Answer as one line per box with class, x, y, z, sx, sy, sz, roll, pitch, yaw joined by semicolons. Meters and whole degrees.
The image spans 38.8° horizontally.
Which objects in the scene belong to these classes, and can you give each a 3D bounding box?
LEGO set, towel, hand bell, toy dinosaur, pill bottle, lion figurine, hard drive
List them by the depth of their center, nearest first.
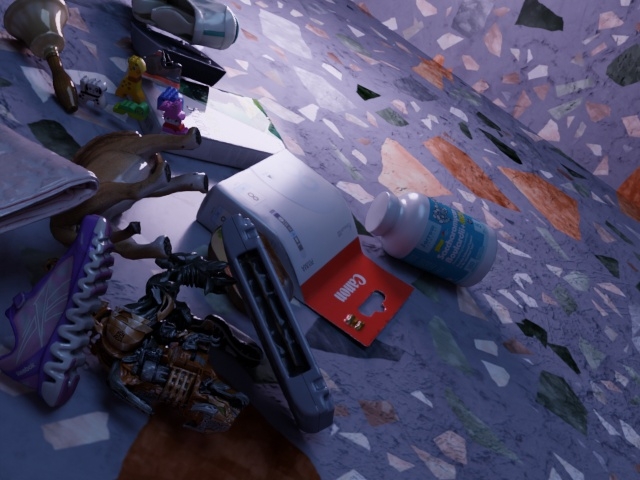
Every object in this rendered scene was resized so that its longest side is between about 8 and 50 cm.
towel;-0.511;-0.090;1.161;0.332;0.053;0.317;27;33;27
toy dinosaur;-0.224;0.117;1.202;0.322;0.164;0.218;49;42;-5
lion figurine;-0.306;-0.070;1.322;0.240;0.142;0.392;-6;17;10
LEGO set;-0.337;-0.285;1.701;0.227;0.093;0.087;19;41;8
hand bell;-0.501;-0.339;1.714;0.126;0.126;0.242;2;52;-47
pill bottle;0.228;-0.010;1.906;0.264;0.146;0.146;23;29;-20
hard drive;-0.322;-0.408;1.997;0.172;0.054;0.255;15;16;-32

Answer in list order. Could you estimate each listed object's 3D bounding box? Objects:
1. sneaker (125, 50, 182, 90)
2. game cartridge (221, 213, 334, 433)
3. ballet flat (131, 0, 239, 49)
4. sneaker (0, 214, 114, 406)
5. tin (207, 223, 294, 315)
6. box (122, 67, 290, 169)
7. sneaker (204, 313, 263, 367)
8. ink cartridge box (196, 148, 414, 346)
sneaker;-0.321;-0.344;1.791;0.158;0.064;0.061;30;12;35
game cartridge;-0.062;0.126;1.285;0.062;0.198;0.297;-22;71;-12
ballet flat;-0.348;-0.530;2.072;0.139;0.139;0.400;2;23;-47
sneaker;-0.323;0.076;1.100;0.105;0.236;0.095;17;-6;2
tin;-0.118;0.050;1.505;0.106;0.040;0.189;-8;53;-36
box;-0.232;-0.246;1.882;0.322;0.058;0.232;11;35;-39
sneaker;-0.131;0.151;1.367;0.109;0.040;0.044;41;11;6
ink cartridge box;0.000;0.000;1.698;0.385;0.091;0.308;37;27;8
